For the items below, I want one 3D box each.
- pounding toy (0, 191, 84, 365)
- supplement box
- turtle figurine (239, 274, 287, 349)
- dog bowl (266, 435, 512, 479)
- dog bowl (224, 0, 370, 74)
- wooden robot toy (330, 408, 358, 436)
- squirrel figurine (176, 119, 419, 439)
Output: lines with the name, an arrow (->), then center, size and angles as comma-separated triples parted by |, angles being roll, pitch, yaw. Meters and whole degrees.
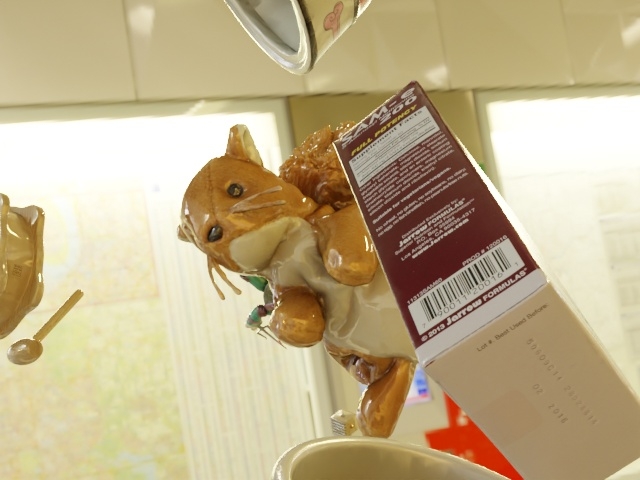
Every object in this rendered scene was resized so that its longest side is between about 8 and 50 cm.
pounding toy -> -0.457, 0.069, 1.484 | 0.154, 0.270, 0.155 | -23, -30, 32
supplement box -> 0.088, 0.018, 0.569 | 0.073, 0.130, 0.239 | -35, 30, 11
turtle figurine -> -0.072, 0.087, 1.819 | 0.175, 0.234, 0.118 | -40, 23, -13
dog bowl -> 0.094, 0.281, 0.874 | 0.348, 0.102, 0.349 | 15, 10, -3
dog bowl -> -0.073, -0.465, 1.528 | 0.150, 0.408, 0.408 | -35, 0, -11
wooden robot toy -> 0.021, 0.331, 1.442 | 0.076, 0.173, 0.079 | 31, 40, 31
squirrel figurine -> 0.000, 0.000, 1.344 | 0.370, 0.281, 0.397 | 26, 28, -3
